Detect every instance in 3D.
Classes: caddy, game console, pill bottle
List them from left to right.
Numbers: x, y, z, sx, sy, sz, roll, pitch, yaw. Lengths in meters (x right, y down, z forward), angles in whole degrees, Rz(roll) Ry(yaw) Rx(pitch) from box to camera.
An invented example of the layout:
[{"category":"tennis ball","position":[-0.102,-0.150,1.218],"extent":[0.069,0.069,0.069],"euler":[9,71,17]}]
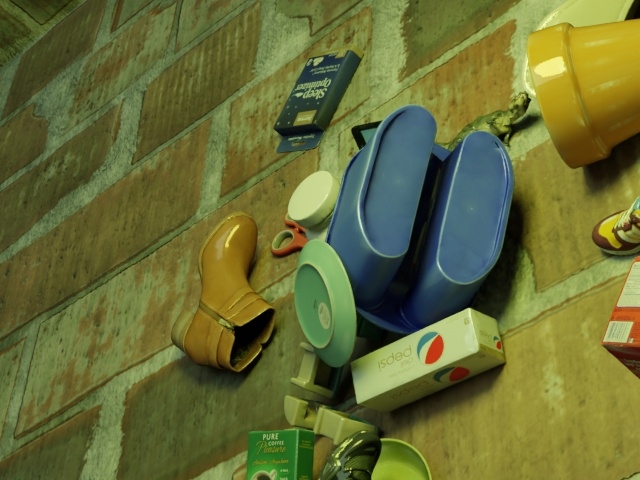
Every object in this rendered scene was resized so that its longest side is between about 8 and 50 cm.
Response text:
[{"category":"pill bottle","position":[0.055,-0.012,2.143],"extent":[0.121,0.216,0.121],"euler":[-33,36,28]},{"category":"game console","position":[0.095,-0.144,2.373],"extent":[0.122,0.107,0.071],"euler":[-6,25,49]},{"category":"caddy","position":[0.143,-0.028,2.018],"extent":[0.179,0.241,0.341],"euler":[122,167,-57]}]

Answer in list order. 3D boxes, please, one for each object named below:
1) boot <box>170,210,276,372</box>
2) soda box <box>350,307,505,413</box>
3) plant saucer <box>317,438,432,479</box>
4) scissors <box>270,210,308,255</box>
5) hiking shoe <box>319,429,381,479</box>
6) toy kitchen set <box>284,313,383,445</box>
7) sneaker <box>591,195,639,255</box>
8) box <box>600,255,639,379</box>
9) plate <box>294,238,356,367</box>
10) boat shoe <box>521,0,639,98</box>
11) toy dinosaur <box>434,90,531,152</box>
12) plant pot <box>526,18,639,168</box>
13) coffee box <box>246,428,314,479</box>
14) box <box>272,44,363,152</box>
[{"category":"boot","position":[-0.147,0.090,2.399],"extent":[0.220,0.109,0.283],"euler":[14,71,58]},{"category":"soda box","position":[0.150,0.172,1.947],"extent":[0.216,0.074,0.069],"euler":[-28,57,30]},{"category":"plant saucer","position":[0.066,0.387,1.882],"extent":[0.241,0.037,0.241],"euler":[-29,40,28]},{"category":"scissors","position":[0.000,0.000,2.390],"extent":[0.109,0.021,0.297],"euler":[-55,30,-9]},{"category":"hiking shoe","position":[0.047,0.365,1.836],"extent":[0.114,0.086,0.227],"euler":[12,70,36]},{"category":"toy kitchen set","position":[0.055,0.198,2.060],"extent":[0.166,0.122,0.207],"euler":[14,89,56]},{"category":"sneaker","position":[0.424,-0.030,1.814],"extent":[0.185,0.084,0.070],"euler":[-9,51,48]},{"category":"box","position":[0.470,0.100,1.580],"extent":[0.257,0.122,0.128],"euler":[-2,57,51]},{"category":"plate","position":[-0.001,0.092,1.987],"extent":[0.188,0.024,0.188],"euler":[32,126,58]},{"category":"boat shoe","position":[0.422,-0.343,2.130],"extent":[0.116,0.097,0.324],"euler":[30,85,18]},{"category":"toy dinosaur","position":[0.241,-0.154,2.210],"extent":[0.268,0.064,0.118],"euler":[-20,40,48]},{"category":"plant pot","position":[0.415,-0.225,1.940],"extent":[0.188,0.205,0.205],"euler":[-17,43,22]},{"category":"coffee box","position":[-0.061,0.369,2.010],"extent":[0.113,0.040,0.184],"euler":[-14,69,45]},{"category":"box","position":[-0.012,-0.275,2.679],"extent":[0.136,0.036,0.225],"euler":[-2,57,51]}]
